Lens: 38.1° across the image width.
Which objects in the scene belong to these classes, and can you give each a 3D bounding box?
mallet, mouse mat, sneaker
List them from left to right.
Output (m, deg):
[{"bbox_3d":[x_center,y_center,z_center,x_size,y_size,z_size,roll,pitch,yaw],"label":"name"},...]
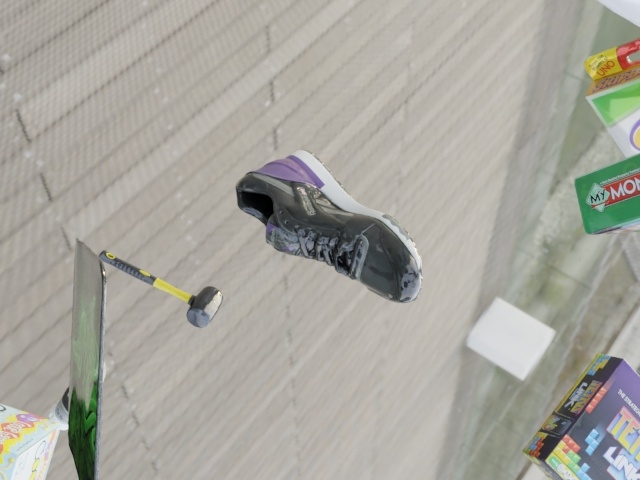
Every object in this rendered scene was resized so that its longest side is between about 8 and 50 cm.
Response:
[{"bbox_3d":[-0.154,0.080,0.602,0.007,0.190,0.152,2,94,-20],"label":"mouse mat"},{"bbox_3d":[-0.434,0.273,1.711,0.075,0.063,0.170,-35,-162,35],"label":"sneaker"},{"bbox_3d":[-0.235,0.068,1.332,0.062,0.190,0.039,-75,-171,-53],"label":"mallet"},{"bbox_3d":[0.000,0.000,1.153,0.124,0.283,0.107,-22,136,-33],"label":"sneaker"}]

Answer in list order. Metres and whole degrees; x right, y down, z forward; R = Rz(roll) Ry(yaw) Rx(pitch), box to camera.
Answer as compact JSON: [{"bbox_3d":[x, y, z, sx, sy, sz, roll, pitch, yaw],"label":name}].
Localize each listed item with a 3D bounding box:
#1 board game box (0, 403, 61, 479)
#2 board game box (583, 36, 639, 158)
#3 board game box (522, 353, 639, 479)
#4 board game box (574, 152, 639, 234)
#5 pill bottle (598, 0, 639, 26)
[{"bbox_3d":[-0.469,0.251,1.069,0.142,0.276,0.144,-43,150,-86],"label":"board game box"},{"bbox_3d":[0.344,-0.074,0.818,0.124,0.259,0.039,-18,-152,47],"label":"board game box"},{"bbox_3d":[0.320,0.229,0.987,0.141,0.170,0.048,-48,-164,-12],"label":"board game box"},{"bbox_3d":[0.356,-0.067,0.591,0.214,0.046,0.317,-4,168,-38],"label":"board game box"},{"bbox_3d":[0.172,-0.189,0.253,0.153,0.153,0.265,-36,177,-44],"label":"pill bottle"}]
